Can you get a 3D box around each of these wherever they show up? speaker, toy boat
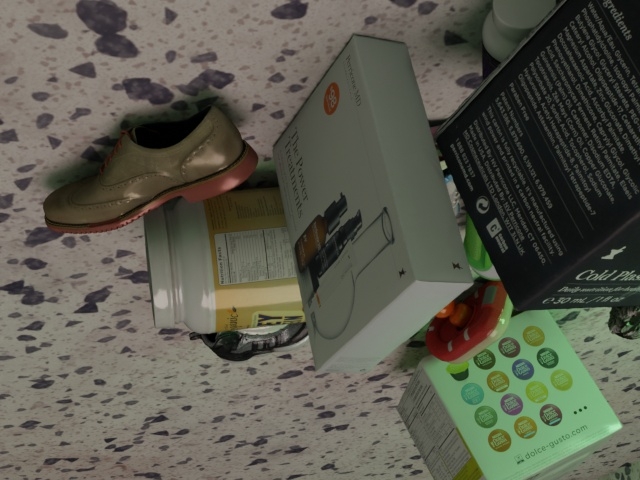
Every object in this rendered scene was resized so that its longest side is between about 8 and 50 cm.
[{"bbox_3d":[0.314,-0.038,1.823,0.131,0.131,0.296,-11,153,0],"label":"speaker"},{"bbox_3d":[0.292,0.158,2.212,0.151,0.151,0.231,31,139,-11],"label":"toy boat"}]

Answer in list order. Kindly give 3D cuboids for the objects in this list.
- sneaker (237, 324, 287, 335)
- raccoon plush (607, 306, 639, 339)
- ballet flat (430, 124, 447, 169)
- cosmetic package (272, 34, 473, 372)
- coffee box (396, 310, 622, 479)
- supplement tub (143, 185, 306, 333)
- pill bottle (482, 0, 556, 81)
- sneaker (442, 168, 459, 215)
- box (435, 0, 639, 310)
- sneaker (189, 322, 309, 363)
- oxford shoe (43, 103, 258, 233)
[{"bbox_3d":[-0.055,0.089,1.982,0.297,0.111,0.129,-16,140,-4],"label":"sneaker"},{"bbox_3d":[0.595,-0.014,1.862,0.446,0.299,0.216,-14,148,-21],"label":"raccoon plush"},{"bbox_3d":[0.135,-0.136,1.621,0.222,0.079,0.077,-6,151,-10],"label":"ballet flat"},{"bbox_3d":[0.056,-0.044,1.441,0.097,0.377,0.284,5,148,-29],"label":"cosmetic package"},{"bbox_3d":[0.417,0.406,2.415,0.338,0.334,0.338,-22,157,-16],"label":"coffee box"},{"bbox_3d":[-0.118,0.029,1.679,0.316,0.228,0.228,-6,152,-10],"label":"supplement tub"},{"bbox_3d":[0.271,-0.258,1.406,0.108,0.108,0.193,-13,153,3],"label":"pill bottle"},{"bbox_3d":[0.210,-0.082,1.735,0.083,0.071,0.191,38,144,-10],"label":"sneaker"},{"bbox_3d":[0.496,-0.151,1.321,0.480,0.297,0.472,1,145,-36],"label":"box"},{"bbox_3d":[-0.132,0.171,2.079,0.269,0.101,0.153,-22,153,26],"label":"sneaker"},{"bbox_3d":[-0.269,-0.110,1.520,0.348,0.123,0.130,-18,126,16],"label":"oxford shoe"}]
